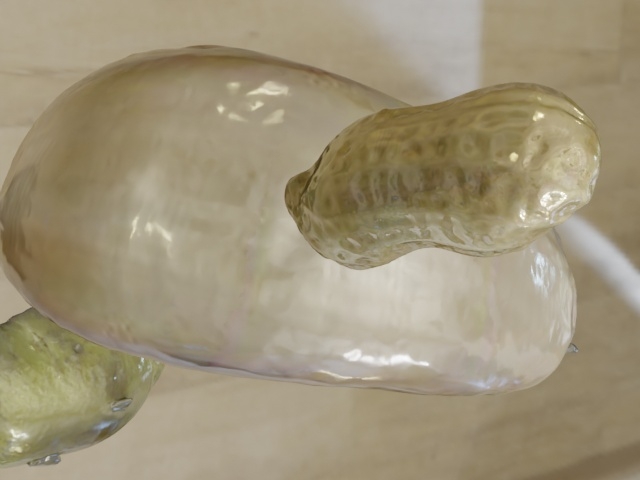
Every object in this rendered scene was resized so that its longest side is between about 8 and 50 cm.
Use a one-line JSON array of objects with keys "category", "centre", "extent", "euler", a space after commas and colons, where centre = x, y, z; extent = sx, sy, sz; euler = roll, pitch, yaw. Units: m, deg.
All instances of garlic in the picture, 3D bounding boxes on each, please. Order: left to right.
[{"category": "garlic", "centre": [0.014, 0.001, 0.824], "extent": [0.338, 0.196, 0.151], "euler": [11, 83, -15]}]

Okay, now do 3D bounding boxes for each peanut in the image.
[{"category": "peanut", "centre": [0.036, -0.017, 0.521], "extent": [0.054, 0.113, 0.054], "euler": [15, 70, -49]}]

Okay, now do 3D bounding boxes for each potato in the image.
[{"category": "potato", "centre": [-0.229, 0.136, 1.519], "extent": [0.271, 0.111, 0.160], "euler": [-26, 152, -50]}]
